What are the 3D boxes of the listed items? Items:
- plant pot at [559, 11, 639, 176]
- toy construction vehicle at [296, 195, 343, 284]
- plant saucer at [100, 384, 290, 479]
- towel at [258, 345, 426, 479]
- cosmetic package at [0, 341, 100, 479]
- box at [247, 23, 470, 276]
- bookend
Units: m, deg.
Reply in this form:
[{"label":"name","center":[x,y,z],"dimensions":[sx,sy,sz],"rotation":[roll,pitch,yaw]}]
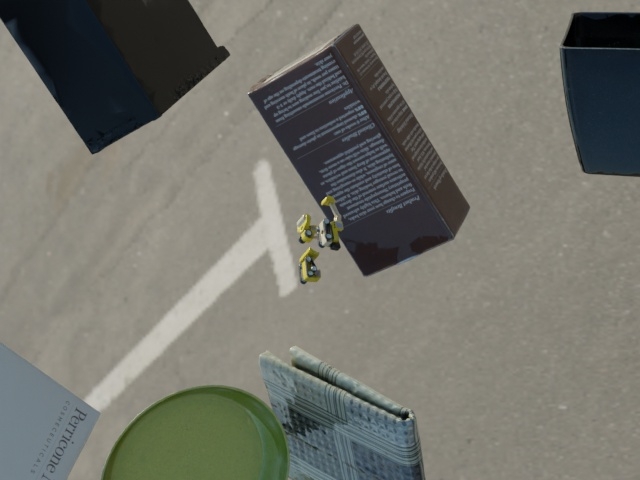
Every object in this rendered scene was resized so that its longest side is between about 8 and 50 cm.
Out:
[{"label":"plant pot","center":[0.389,-0.174,1.308],"dimensions":[0.187,0.188,0.167],"rotation":[4,114,16]},{"label":"toy construction vehicle","center":[0.000,0.000,1.467],"dimensions":[0.086,0.035,0.098],"rotation":[-50,38,44]},{"label":"plant saucer","center":[-0.153,0.281,1.302],"dimensions":[0.037,0.240,0.241],"rotation":[29,110,59]},{"label":"towel","center":[0.045,0.337,1.788],"dimensions":[0.324,0.056,0.312],"rotation":[20,135,36]},{"label":"cosmetic package","center":[-0.445,0.172,1.098],"dimensions":[0.156,0.385,0.217],"rotation":[-28,32,43]},{"label":"box","center":[0.071,-0.149,1.826],"dimensions":[0.191,0.143,0.381],"rotation":[-24,104,31]},{"label":"bookend","center":[-0.165,-0.174,0.855],"dimensions":[0.072,0.156,0.157],"rotation":[-24,108,26]}]
